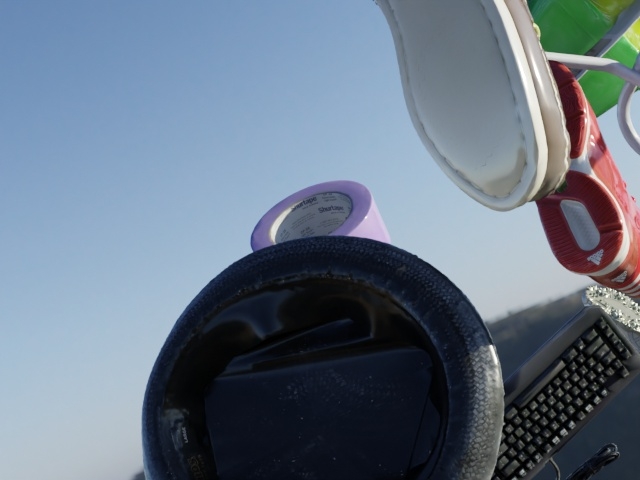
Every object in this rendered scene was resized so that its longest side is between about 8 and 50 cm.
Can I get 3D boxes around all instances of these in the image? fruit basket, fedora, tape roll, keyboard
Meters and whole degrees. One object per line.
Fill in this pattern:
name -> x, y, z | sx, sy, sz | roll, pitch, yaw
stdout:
fruit basket -> 0.305, -0.284, 1.445 | 0.353, 0.165, 0.327 | -54, 12, 2
fedora -> 0.016, 0.156, 1.154 | 0.334, 0.334, 0.152 | -26, -27, 18
tape roll -> 0.000, 0.000, 1.926 | 0.189, 0.080, 0.189 | -19, 30, 11
keyboard -> 0.257, 0.242, 1.567 | 0.317, 0.201, 0.033 | -43, 27, -4

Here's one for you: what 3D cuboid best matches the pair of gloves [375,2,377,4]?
pair of gloves -> 0.088, -0.275, 1.377 | 0.083, 0.010, 0.074 | -2, -56, -13

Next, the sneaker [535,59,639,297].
sneaker -> 0.225, -0.042, 1.141 | 0.087, 0.221, 0.128 | -27, -39, 26

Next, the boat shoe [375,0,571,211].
boat shoe -> 0.105, -0.160, 0.973 | 0.096, 0.324, 0.117 | 0, -38, -36

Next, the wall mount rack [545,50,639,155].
wall mount rack -> 0.304, -0.208, 1.177 | 0.130, 0.304, 0.350 | -47, -19, -51

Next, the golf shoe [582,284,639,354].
golf shoe -> 0.424, 0.134, 1.858 | 0.086, 0.176, 0.069 | -57, -1, 36
